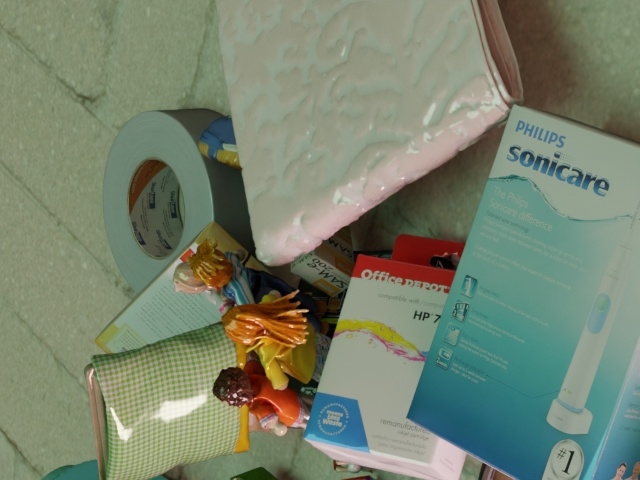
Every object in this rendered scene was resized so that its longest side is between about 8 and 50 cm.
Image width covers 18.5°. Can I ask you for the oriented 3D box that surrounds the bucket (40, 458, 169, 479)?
[{"bbox_3d":[-0.258,0.395,2.245,0.183,0.281,0.281,-48,59,37],"label":"bucket"}]

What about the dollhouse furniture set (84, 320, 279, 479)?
[{"bbox_3d":[-0.110,0.249,2.026,0.151,0.198,0.301,36,137,50],"label":"dollhouse furniture set"}]

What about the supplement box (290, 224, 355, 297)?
[{"bbox_3d":[0.000,0.000,1.970,0.036,0.062,0.098,-35,42,29],"label":"supplement box"}]

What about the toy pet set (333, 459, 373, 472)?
[{"bbox_3d":[0.048,0.181,2.011,0.114,0.065,0.122,-156,65,-86],"label":"toy pet set"}]

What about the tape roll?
[{"bbox_3d":[-0.157,-0.038,2.205,0.219,0.072,0.219,9,101,50],"label":"tape roll"}]

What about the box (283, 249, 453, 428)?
[{"bbox_3d":[0.033,0.100,1.952,0.191,0.045,0.184,-3,68,51],"label":"box"}]

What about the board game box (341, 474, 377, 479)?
[{"bbox_3d":[0.064,0.356,1.989,0.147,0.045,0.193,24,108,43],"label":"board game box"}]

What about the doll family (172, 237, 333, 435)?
[{"bbox_3d":[-0.054,0.071,1.899,0.118,0.163,0.263,-49,38,19],"label":"doll family"}]

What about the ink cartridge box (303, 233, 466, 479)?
[{"bbox_3d":[0.086,0.097,1.816,0.134,0.078,0.231,9,74,26],"label":"ink cartridge box"}]

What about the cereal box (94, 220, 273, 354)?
[{"bbox_3d":[-0.121,0.102,2.134,0.173,0.047,0.240,43,135,-6],"label":"cereal box"}]

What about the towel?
[{"bbox_3d":[0.034,-0.179,1.844,0.332,0.053,0.317,-34,56,39],"label":"towel"}]

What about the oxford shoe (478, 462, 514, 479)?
[{"bbox_3d":[0.192,0.233,1.822,0.096,0.083,0.227,23,109,17],"label":"oxford shoe"}]

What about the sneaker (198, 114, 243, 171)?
[{"bbox_3d":[-0.008,-0.121,2.006,0.296,0.112,0.131,7,83,49],"label":"sneaker"}]

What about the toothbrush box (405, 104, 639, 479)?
[{"bbox_3d":[0.226,0.058,1.650,0.216,0.126,0.295,24,99,47],"label":"toothbrush box"}]
